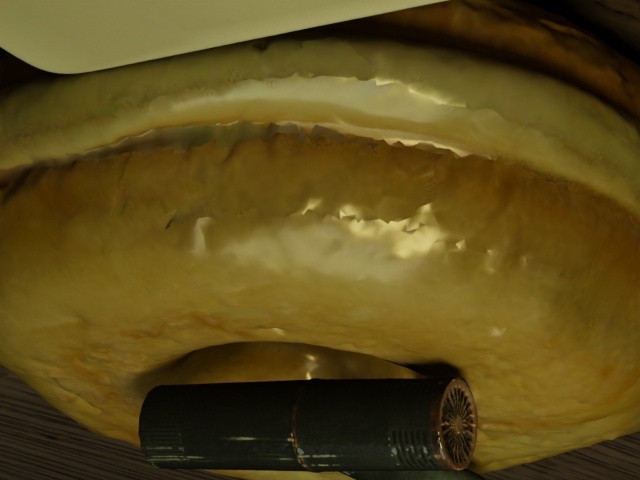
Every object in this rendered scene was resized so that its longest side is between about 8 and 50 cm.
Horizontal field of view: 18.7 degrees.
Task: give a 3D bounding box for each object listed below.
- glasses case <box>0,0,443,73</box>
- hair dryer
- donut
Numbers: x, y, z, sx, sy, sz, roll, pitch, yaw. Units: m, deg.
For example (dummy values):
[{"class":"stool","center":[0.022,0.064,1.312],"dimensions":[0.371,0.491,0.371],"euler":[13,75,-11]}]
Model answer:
[{"class":"glasses case","center":[-0.042,-0.141,0.775],"dimensions":[0.313,0.070,0.131],"euler":[-6,152,41]},{"class":"hair dryer","center":[0.025,0.119,1.016],"dimensions":[0.173,0.050,0.195],"euler":[-1,157,29]},{"class":"donut","center":[0.000,0.000,1.047],"dimensions":[0.449,0.198,0.449],"euler":[6,157,3]}]
